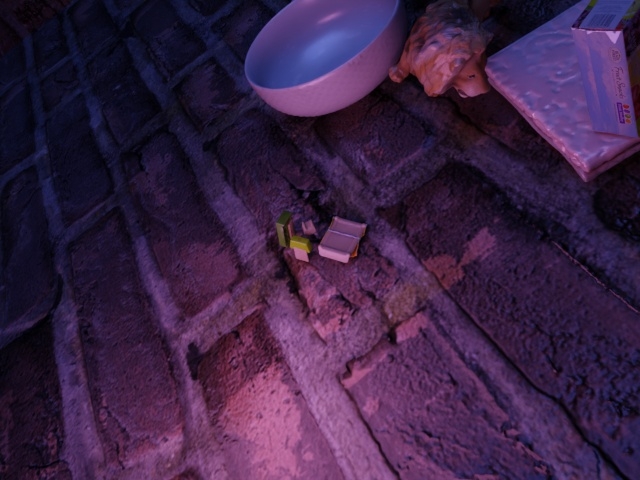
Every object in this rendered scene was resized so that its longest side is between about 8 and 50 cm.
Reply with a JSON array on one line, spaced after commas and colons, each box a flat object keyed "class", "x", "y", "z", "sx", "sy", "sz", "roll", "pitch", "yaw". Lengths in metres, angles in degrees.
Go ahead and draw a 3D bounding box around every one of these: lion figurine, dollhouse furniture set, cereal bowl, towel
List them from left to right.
[{"class": "dollhouse furniture set", "x": 0.000, "y": 0.000, "z": 0.996, "sx": 0.151, "sy": 0.059, "sz": 0.076, "roll": 15, "pitch": 55, "yaw": 20}, {"class": "cereal bowl", "x": 0.025, "y": -0.372, "z": 1.206, "sx": 0.338, "sy": 0.141, "sz": 0.339, "roll": -19, "pitch": 46, "yaw": 21}, {"class": "lion figurine", "x": 0.243, "y": -0.386, "z": 1.003, "sx": 0.392, "sy": 0.142, "sz": 0.240, "roll": -66, "pitch": 6, "yaw": -20}, {"class": "towel", "x": 0.451, "y": -0.264, "z": 0.895, "sx": 0.316, "sy": 0.053, "sz": 0.332, "roll": -30, "pitch": 43, "yaw": 10}]

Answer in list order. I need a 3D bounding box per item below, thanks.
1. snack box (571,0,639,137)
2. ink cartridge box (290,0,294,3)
[{"class": "snack box", "x": 0.411, "y": -0.266, "z": 0.755, "sx": 0.070, "sy": 0.174, "sz": 0.207, "roll": 24, "pitch": 70, "yaw": 44}, {"class": "ink cartridge box", "x": 0.011, "y": -0.636, "z": 1.526, "sx": 0.179, "sy": 0.045, "sz": 0.145, "roll": -45, "pitch": 41, "yaw": 20}]
